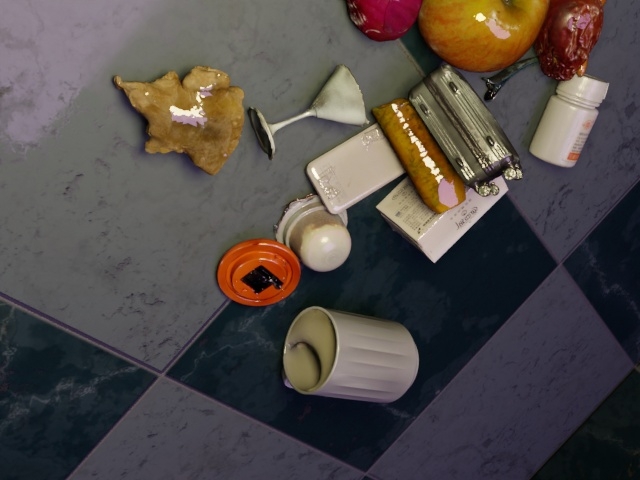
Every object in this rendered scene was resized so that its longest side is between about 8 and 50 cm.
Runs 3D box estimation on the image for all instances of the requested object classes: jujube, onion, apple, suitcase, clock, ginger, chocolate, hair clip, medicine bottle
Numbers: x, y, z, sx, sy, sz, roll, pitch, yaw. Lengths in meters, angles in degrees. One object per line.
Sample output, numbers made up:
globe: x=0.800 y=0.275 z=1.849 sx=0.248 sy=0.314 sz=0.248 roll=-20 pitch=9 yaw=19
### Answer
jujube: x=0.627 y=-0.528 z=1.769 sx=0.168 sy=0.168 sz=0.237 roll=-20 pitch=133 yaw=-21
onion: x=0.116 y=-0.527 z=1.461 sx=0.218 sy=0.140 sz=0.195 roll=4 pitch=123 yaw=-31
apple: x=0.368 y=-0.510 z=1.532 sx=0.301 sy=0.301 sz=0.302 roll=-16 pitch=126 yaw=-24
suitcase: x=0.343 y=-0.253 z=1.601 sx=0.128 sy=0.312 sz=0.202 roll=-36 pitch=171 yaw=21
clock: x=-0.150 y=0.082 z=1.686 sx=0.205 sy=0.051 sz=0.205 roll=-4 pitch=128 yaw=-5
ginger: x=-0.274 y=-0.260 z=1.376 sx=0.270 sy=0.123 sz=0.219 roll=26 pitch=105 yaw=-41
chocolate: x=0.003 y=-0.005 z=1.705 sx=0.221 sy=0.147 sz=0.221 roll=-13 pitch=122 yaw=-22
hair clip: x=0.524 y=-0.448 z=1.830 sx=0.229 sy=0.039 sz=0.070 roll=-30 pitch=129 yaw=-15
medicine bottle: x=0.696 y=-0.343 z=1.939 sx=0.144 sy=0.144 sz=0.252 roll=-1 pitch=119 yaw=-32

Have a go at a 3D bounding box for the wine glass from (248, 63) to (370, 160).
wine glass: x=-0.031 y=-0.277 z=1.515 sx=0.232 sy=0.156 sz=0.156 roll=-25 pitch=129 yaw=-13

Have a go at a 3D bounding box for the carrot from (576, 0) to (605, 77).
carrot: x=0.708 y=-0.571 z=1.834 sx=0.062 sy=0.066 sz=0.271 roll=-19 pitch=125 yaw=-72

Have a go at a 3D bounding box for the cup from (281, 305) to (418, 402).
cup: x=0.067 y=0.343 z=1.935 sx=0.326 sy=0.237 sz=0.322 roll=16 pitch=139 yaw=-39

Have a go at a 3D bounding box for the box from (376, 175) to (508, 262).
box: x=0.313 y=-0.109 z=1.799 sx=0.274 sy=0.203 sz=0.116 roll=-45 pitch=131 yaw=-1

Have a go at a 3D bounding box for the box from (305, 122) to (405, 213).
box: x=0.110 y=-0.190 z=1.686 sx=0.285 sy=0.044 sz=0.142 roll=-32 pitch=97 yaw=-14

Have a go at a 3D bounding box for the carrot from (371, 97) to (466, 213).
carrot: x=0.240 y=-0.207 z=1.644 sx=0.114 sy=0.114 sz=0.302 roll=-32 pitch=95 yaw=-11
